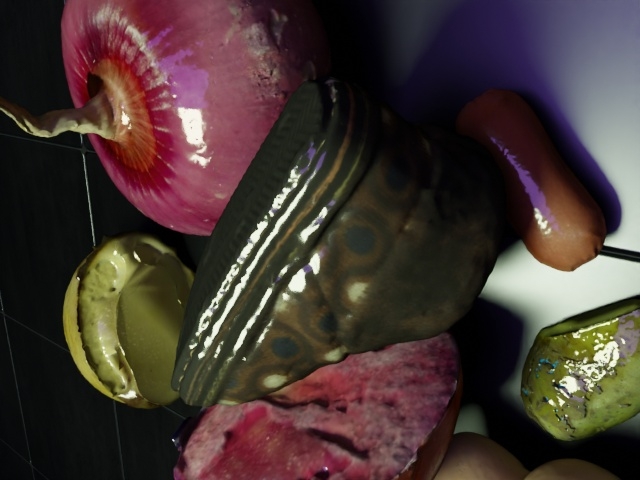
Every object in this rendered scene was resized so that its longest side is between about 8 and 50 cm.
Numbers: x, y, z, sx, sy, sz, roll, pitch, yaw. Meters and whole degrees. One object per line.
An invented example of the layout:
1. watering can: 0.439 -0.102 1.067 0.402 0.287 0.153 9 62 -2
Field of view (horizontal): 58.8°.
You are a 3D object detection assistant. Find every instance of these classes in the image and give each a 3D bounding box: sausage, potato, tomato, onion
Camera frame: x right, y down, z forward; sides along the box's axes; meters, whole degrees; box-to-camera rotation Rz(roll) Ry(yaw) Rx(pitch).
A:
1. sausage: 0.203 -0.059 0.553 0.077 0.077 0.194 -38 80 40
2. potato: -0.328 0.136 0.964 0.243 0.243 0.285 -20 98 41
3. tomato: 0.024 0.222 0.642 0.290 0.335 0.176 0 128 41
4. potato: 0.274 0.134 0.574 0.119 0.054 0.198 54 130 15
5. onion: -0.170 -0.168 0.676 0.358 0.345 0.358 59 166 25

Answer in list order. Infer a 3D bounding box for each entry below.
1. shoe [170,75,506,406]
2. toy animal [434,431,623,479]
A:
1. shoe: 0.010 0.041 0.576 0.383 0.237 0.171 -57 24 29
2. toy animal: 0.220 0.315 0.598 0.209 0.230 0.221 61 180 -29
